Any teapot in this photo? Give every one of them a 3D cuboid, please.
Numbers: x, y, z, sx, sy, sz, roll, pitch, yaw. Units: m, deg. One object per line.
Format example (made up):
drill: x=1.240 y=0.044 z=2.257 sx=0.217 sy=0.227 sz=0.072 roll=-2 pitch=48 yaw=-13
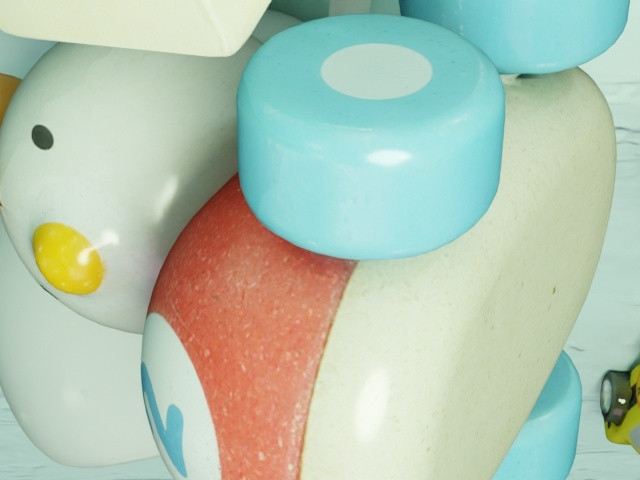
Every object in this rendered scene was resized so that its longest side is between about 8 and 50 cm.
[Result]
teapot: x=-0.040 y=-0.023 z=0.830 sx=0.256 sy=0.187 sz=0.252 roll=-18 pitch=-176 yaw=-7

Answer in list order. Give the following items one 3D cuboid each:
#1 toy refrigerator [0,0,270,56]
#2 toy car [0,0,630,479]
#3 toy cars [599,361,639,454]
toy refrigerator: x=-0.085 y=-0.175 z=0.457 sx=0.094 sy=0.102 sz=0.269 roll=8 pitch=146 yaw=31
toy car: x=-0.039 y=-0.004 z=0.626 sx=0.238 sy=0.210 sz=0.219 roll=16 pitch=128 yaw=21
toy cars: x=0.166 y=0.139 z=1.292 sx=0.393 sy=0.087 sz=0.176 roll=-17 pitch=150 yaw=37
